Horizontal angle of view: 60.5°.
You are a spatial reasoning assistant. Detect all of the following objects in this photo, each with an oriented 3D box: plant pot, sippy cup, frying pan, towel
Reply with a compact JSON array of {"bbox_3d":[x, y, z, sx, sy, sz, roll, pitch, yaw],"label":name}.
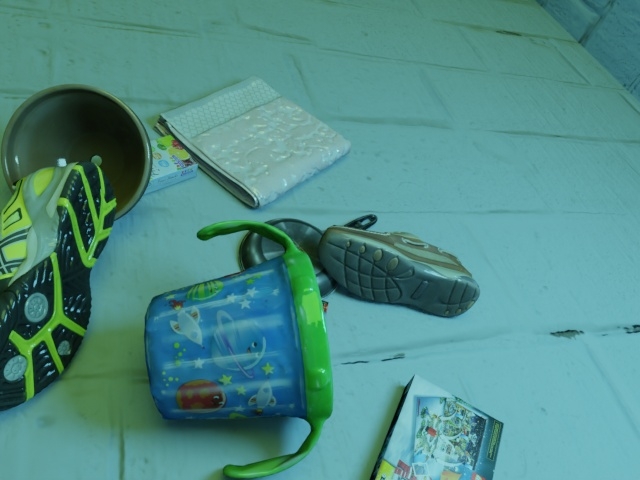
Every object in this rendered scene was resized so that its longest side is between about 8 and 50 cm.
[{"bbox_3d":[-0.400,-0.139,0.943,0.237,0.237,0.110,19,4,-4],"label":"plant pot"},{"bbox_3d":[-0.114,0.143,0.752,0.224,0.240,0.305,-7,43,-9],"label":"sippy cup"},{"bbox_3d":[0.008,0.023,1.037,0.326,0.053,0.197,-6,54,-24],"label":"frying pan"},{"bbox_3d":[-0.139,-0.233,1.214,0.317,0.053,0.332,39,47,15],"label":"towel"}]

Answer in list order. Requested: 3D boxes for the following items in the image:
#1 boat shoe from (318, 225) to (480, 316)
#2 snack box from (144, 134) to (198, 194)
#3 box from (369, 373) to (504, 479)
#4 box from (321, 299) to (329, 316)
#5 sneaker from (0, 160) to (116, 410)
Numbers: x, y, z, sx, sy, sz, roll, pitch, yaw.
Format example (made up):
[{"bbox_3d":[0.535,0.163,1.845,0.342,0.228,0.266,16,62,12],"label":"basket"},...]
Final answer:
[{"bbox_3d":[0.141,0.044,1.019,0.324,0.123,0.116,22,36,-20],"label":"boat shoe"},{"bbox_3d":[-0.325,-0.147,1.066,0.141,0.037,0.100,-28,62,-38],"label":"snack box"},{"bbox_3d":[0.169,0.331,0.806,0.159,0.044,0.233,29,44,6],"label":"box"},{"bbox_3d":[-0.061,0.128,0.911,0.137,0.027,0.094,18,54,-6],"label":"box"},{"bbox_3d":[-0.417,0.057,0.782,0.147,0.145,0.384,-3,53,15],"label":"sneaker"}]
